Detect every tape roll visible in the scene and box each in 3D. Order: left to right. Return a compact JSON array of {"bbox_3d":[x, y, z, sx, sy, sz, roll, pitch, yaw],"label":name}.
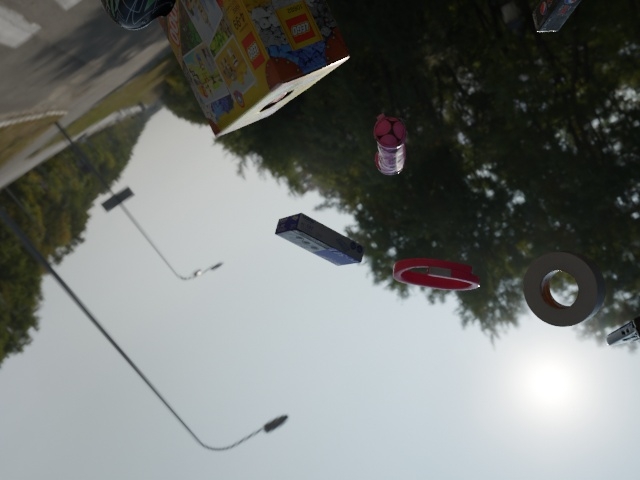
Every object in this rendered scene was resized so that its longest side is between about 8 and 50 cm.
[{"bbox_3d":[0.710,0.140,1.991,0.219,0.219,0.072,-19,169,40],"label":"tape roll"}]

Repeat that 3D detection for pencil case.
[{"bbox_3d":[0.185,-0.254,1.826,0.095,0.098,0.209,-34,163,-7],"label":"pencil case"}]

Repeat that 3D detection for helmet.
[{"bbox_3d":[-0.412,-0.562,1.514,0.169,0.169,0.161,-21,-162,37],"label":"helmet"}]

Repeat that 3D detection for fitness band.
[{"bbox_3d":[0.381,0.113,2.242,0.209,0.290,0.054,148,-49,-67],"label":"fitness band"}]

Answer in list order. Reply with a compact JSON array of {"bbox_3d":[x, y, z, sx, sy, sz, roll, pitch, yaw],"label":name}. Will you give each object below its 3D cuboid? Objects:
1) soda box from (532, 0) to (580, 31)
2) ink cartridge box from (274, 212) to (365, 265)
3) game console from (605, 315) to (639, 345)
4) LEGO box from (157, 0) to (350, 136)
[{"bbox_3d":[0.541,-0.542,1.530,0.060,0.053,0.169,-6,162,-11],"label":"soda box"},{"bbox_3d":[0.000,0.000,1.670,0.097,0.207,0.046,-12,-123,51],"label":"ink cartridge box"},{"bbox_3d":[0.738,0.202,1.279,0.293,0.173,0.250,-12,160,-3],"label":"game console"},{"bbox_3d":[-0.185,-0.501,1.634,0.193,0.372,0.500,-28,-173,-24],"label":"LEGO box"}]
